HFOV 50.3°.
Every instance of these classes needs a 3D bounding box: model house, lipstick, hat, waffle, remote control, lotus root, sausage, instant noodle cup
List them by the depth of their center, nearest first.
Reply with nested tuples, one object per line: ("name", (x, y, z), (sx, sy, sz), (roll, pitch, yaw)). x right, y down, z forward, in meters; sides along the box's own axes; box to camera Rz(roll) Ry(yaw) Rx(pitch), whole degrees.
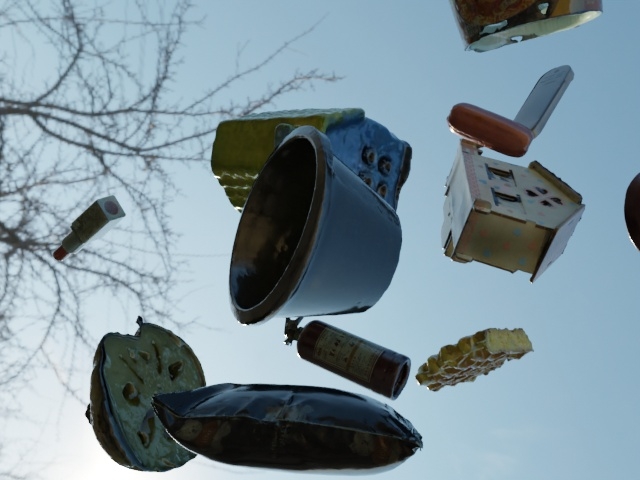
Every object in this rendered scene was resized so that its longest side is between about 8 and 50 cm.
("lipstick", (-0.283, -0.007, 0.809), (0.129, 0.030, 0.030), (-33, -92, 33))
("instant noodle cup", (0.248, -0.349, 0.853), (0.230, 0.230, 0.182), (-8, -82, 44))
("lotus root", (-0.233, 0.206, 0.878), (0.078, 0.183, 0.204), (-28, -128, 25))
("model house", (-0.020, -0.125, 1.146), (0.237, 0.303, 0.216), (5, -103, 36))
("sausage", (0.298, -0.196, 1.205), (0.154, 0.062, 0.062), (24, -57, 10))
("hat", (0.656, -0.043, 1.274), (0.205, 0.205, 0.089), (61, -5, 8))
("model house", (0.370, -0.048, 1.319), (0.244, 0.326, 0.169), (12, -58, -1))
("waffle", (0.278, 0.241, 1.347), (0.219, 0.229, 0.057), (-37, -119, 32))
("remote control", (0.437, -0.271, 1.355), (0.077, 0.245, 0.022), (-7, -51, 51))

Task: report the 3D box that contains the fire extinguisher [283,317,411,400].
("fire extinguisher", (0.032, 0.163, 1.070), (0.231, 0.099, 0.071), (21, -31, 27))

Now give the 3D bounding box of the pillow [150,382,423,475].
("pillow", (-0.015, 0.110, 0.397), (0.150, 0.090, 0.048), (4, -86, 8))

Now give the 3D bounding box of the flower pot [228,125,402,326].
("flower pot", (0.000, 0.000, 0.907), (0.269, 0.166, 0.269), (-41, -140, 45))
